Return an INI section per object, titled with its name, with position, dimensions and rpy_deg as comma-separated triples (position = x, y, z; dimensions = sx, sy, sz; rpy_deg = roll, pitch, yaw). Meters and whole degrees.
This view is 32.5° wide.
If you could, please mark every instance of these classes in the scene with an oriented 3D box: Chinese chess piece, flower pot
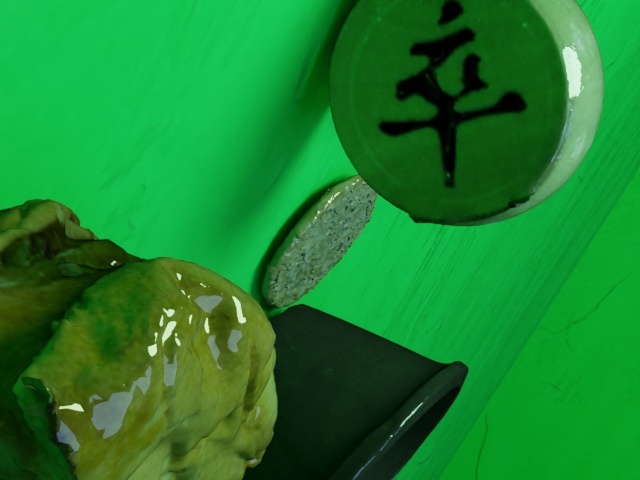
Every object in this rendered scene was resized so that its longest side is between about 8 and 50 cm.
[Chinese chess piece]
position = 0.096, -0.102, 0.745
dimensions = 0.083, 0.188, 0.188
rpy_deg = -26, 147, -55
[flower pot]
position = -0.011, 0.168, 0.985
dimensions = 0.269, 0.166, 0.269
rpy_deg = -47, 164, -17

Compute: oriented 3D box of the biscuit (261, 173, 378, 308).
[biscuit]
position = 0.000, 0.000, 0.959
dimensions = 0.152, 0.020, 0.152
rpy_deg = -46, 163, -19

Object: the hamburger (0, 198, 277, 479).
[hamburger]
position = -0.125, 0.095, 0.597
dimensions = 0.209, 0.162, 0.330
rpy_deg = -42, 156, -40
